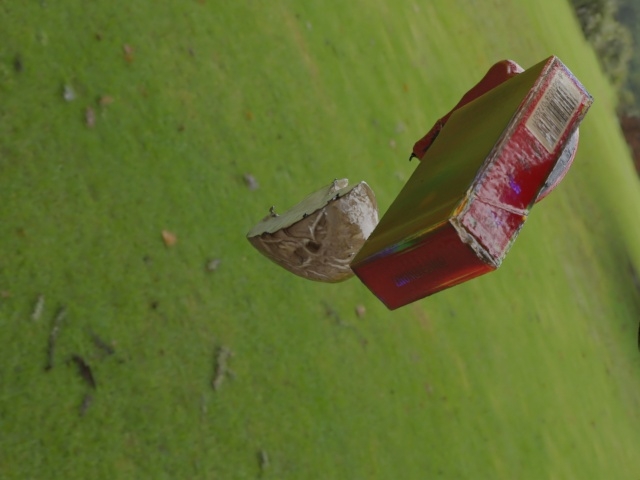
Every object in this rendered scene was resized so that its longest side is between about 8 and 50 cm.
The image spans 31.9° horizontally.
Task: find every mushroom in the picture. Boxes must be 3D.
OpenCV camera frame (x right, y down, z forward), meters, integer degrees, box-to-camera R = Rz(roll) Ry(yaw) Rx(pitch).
[{"bbox_3d":[0.000,0.000,1.854,0.156,0.286,0.151,-44,107,-39],"label":"mushroom"}]

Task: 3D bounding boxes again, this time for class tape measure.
[{"bbox_3d":[0.296,-0.156,1.841,0.114,0.253,0.260,36,13,-37],"label":"tape measure"}]

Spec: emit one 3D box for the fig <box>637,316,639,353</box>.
[{"bbox_3d":[0.429,0.104,1.132,0.201,0.134,0.146,10,47,-20],"label":"fig"}]

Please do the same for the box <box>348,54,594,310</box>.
[{"bbox_3d":[0.186,-0.069,1.358,0.089,0.197,0.313,46,54,-14],"label":"box"}]
